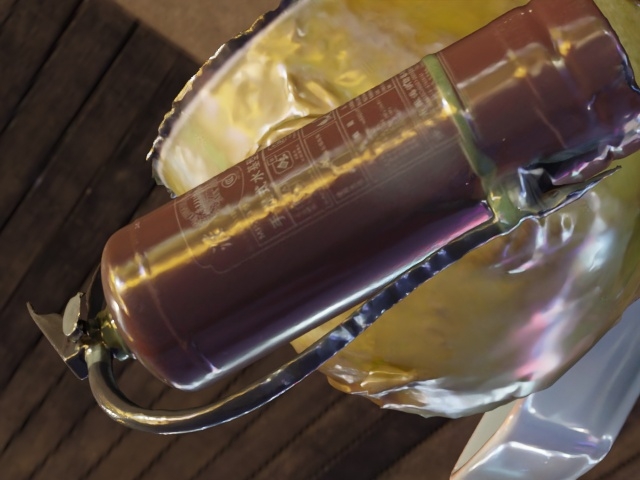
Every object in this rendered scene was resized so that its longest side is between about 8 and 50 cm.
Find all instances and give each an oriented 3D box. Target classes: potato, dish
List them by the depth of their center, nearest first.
[{"bbox_3d":[0.093,-0.043,0.692,0.196,0.300,0.246,51,165,10],"label":"potato"},{"bbox_3d":[0.172,0.056,0.874,0.064,0.234,0.154,32,158,5],"label":"dish"}]

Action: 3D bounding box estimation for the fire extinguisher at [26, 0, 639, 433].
[{"bbox_3d":[0.000,0.000,0.328,0.157,0.078,0.045,-28,122,7],"label":"fire extinguisher"}]
